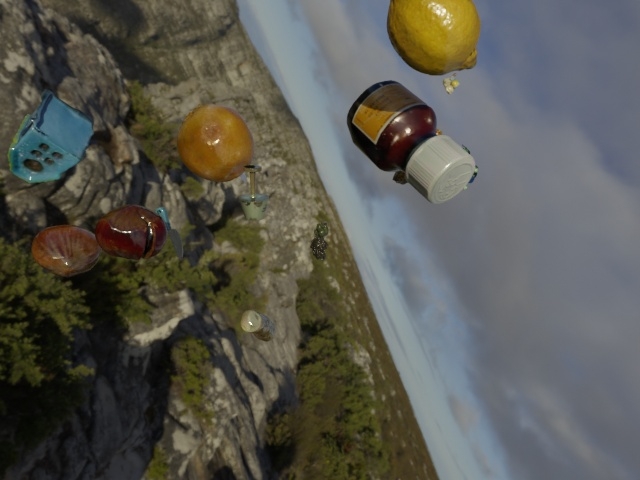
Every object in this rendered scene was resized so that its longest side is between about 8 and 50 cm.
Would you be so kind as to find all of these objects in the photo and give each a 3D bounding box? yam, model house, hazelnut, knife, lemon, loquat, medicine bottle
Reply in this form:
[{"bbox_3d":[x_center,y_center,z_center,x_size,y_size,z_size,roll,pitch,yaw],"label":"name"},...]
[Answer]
[{"bbox_3d":[-0.199,0.281,1.481,0.356,0.081,0.081,82,-14,-74],"label":"yam"},{"bbox_3d":[-1.047,-0.371,1.735,0.215,0.303,0.237,35,35,-41],"label":"model house"},{"bbox_3d":[-0.857,0.045,1.538,0.186,0.210,0.210,-47,-123,46],"label":"hazelnut"},{"bbox_3d":[-0.644,-0.032,1.969,0.032,0.058,0.244,-61,127,-75],"label":"knife"},{"bbox_3d":[-0.588,-0.023,1.408,0.204,0.178,0.178,-12,74,-45],"label":"hazelnut"},{"bbox_3d":[0.251,-0.476,1.014,0.257,0.188,0.188,41,10,-13],"label":"lemon"},{"bbox_3d":[-0.439,-0.408,1.912,0.328,0.328,0.328,-23,90,-86],"label":"loquat"},{"bbox_3d":[0.268,-0.282,1.358,0.395,0.242,0.242,54,-3,28],"label":"medicine bottle"}]

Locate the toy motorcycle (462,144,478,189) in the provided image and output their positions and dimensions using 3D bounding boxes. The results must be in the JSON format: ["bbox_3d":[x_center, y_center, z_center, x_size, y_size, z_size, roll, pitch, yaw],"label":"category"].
[{"bbox_3d":[0.563,-0.373,2.057,0.331,0.196,0.125,55,-31,28],"label":"toy motorcycle"}]

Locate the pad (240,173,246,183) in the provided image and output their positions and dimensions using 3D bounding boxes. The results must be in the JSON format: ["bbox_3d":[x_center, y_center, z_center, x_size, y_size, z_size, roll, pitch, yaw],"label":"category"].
[{"bbox_3d":[-0.462,-0.403,2.366,0.232,0.004,0.156,52,7,-22],"label":"pad"}]

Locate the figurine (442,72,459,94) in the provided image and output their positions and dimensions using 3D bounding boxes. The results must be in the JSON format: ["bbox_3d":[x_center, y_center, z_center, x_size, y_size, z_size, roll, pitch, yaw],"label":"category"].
[{"bbox_3d":[0.478,-0.574,1.656,0.047,0.050,0.083,25,44,-26],"label":"figurine"}]

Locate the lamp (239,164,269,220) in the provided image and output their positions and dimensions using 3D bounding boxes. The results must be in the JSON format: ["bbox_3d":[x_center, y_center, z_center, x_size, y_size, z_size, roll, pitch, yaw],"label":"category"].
[{"bbox_3d":[-0.268,-0.191,1.832,0.121,0.121,0.214,-104,-164,-69],"label":"lamp"}]

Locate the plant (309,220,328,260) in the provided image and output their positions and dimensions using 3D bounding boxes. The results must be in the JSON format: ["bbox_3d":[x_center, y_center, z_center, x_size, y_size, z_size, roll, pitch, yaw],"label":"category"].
[{"bbox_3d":[0.000,0.000,1.986,0.085,0.087,0.174,5,93,-49],"label":"plant"}]

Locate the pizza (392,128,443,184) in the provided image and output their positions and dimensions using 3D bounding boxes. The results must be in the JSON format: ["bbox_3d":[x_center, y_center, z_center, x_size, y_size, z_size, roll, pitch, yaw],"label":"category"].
[{"bbox_3d":[0.361,-0.300,1.651,0.074,0.251,0.287,34,18,-14],"label":"pizza"}]
